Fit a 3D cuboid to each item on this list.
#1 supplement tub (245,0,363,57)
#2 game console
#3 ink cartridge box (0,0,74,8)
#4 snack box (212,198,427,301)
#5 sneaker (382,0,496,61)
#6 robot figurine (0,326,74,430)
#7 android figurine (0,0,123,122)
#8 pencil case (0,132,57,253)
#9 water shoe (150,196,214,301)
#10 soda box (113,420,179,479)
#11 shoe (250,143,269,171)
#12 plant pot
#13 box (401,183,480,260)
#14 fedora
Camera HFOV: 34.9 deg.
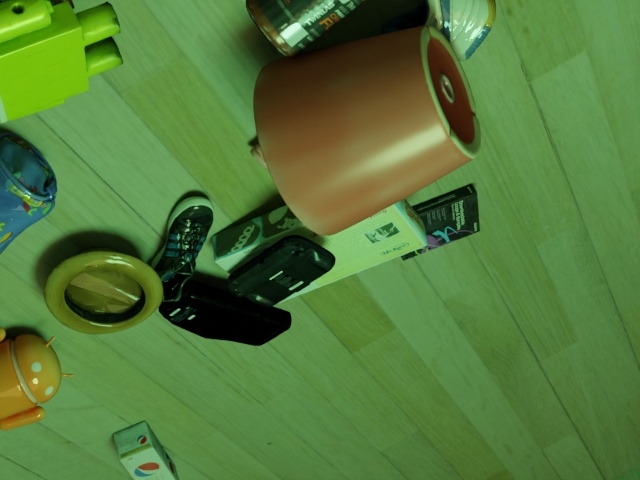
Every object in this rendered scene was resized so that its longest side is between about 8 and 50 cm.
[{"bbox_3d":[0.002,-0.345,1.378,0.198,0.106,0.106,-37,139,14],"label":"supplement tub"},{"bbox_3d":[-0.105,0.091,1.755,0.213,0.043,0.361,21,143,-33],"label":"game console"},{"bbox_3d":[-0.390,-0.305,1.257,0.135,0.056,0.099,-27,141,2],"label":"ink cartridge box"},{"bbox_3d":[0.000,0.000,1.741,0.322,0.060,0.187,-22,143,18],"label":"snack box"},{"bbox_3d":[0.137,-0.279,1.546,0.131,0.111,0.296,22,125,-17],"label":"sneaker"},{"bbox_3d":[-0.537,0.234,1.721,0.220,0.158,0.128,-21,163,-5],"label":"robot figurine"},{"bbox_3d":[-0.385,-0.218,1.284,0.273,0.056,0.248,-24,167,-14],"label":"android figurine"},{"bbox_3d":[-0.504,-0.014,1.467,0.133,0.119,0.306,41,111,-17],"label":"pencil case"},{"bbox_3d":[-0.221,0.018,1.683,0.073,0.080,0.203,4,133,-31],"label":"water shoe"},{"bbox_3d":[-0.357,0.464,2.114,0.074,0.069,0.216,-22,140,-5],"label":"soda box"},{"bbox_3d":[-0.029,-0.129,1.640,0.081,0.063,0.178,-40,136,24],"label":"shoe"},{"bbox_3d":[0.077,-0.170,1.430,0.243,0.274,0.275,-19,145,25],"label":"plant pot"},{"bbox_3d":[0.218,-0.032,1.896,0.162,0.029,0.116,-22,141,-5],"label":"box"},{"bbox_3d":[-0.357,0.069,1.670,0.195,0.079,0.194,-9,133,-9],"label":"fedora"}]
